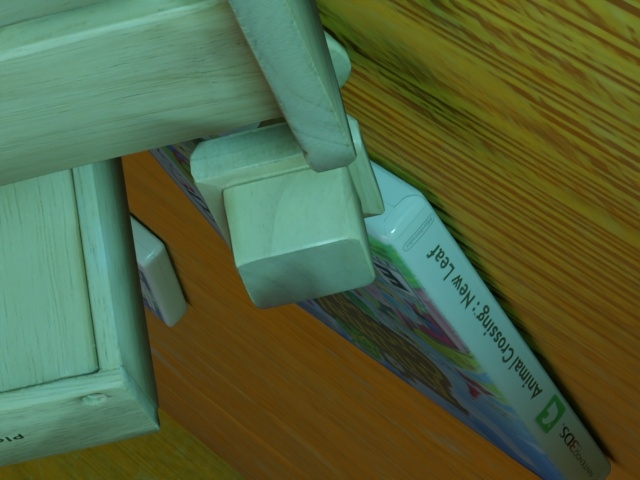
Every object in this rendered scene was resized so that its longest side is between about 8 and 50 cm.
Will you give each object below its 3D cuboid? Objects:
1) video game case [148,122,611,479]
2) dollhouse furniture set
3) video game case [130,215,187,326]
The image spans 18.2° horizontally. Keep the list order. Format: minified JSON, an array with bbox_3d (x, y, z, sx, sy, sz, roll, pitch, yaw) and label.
[{"bbox_3d":[0.000,0.000,0.755,0.212,0.023,0.193,33,168,41],"label":"video game case"},{"bbox_3d":[-0.159,-0.072,0.489,0.355,0.303,0.174,66,-168,-64],"label":"dollhouse furniture set"},{"bbox_3d":[-0.168,-0.025,1.324,0.183,0.023,0.201,40,171,9],"label":"video game case"}]
